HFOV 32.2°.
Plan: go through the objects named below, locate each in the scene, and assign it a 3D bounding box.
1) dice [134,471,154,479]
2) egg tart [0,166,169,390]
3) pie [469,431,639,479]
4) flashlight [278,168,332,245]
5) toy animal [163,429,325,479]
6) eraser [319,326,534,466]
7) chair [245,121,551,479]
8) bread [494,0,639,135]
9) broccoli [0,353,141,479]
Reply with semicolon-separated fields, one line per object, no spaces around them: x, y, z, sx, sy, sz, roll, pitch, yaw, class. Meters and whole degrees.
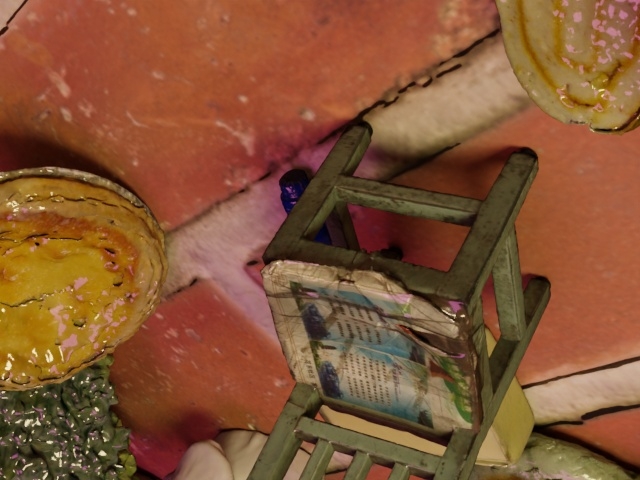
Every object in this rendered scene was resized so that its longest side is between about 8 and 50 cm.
-0.246;0.395;1.373;0.166;0.169;0.169;29;146;4;dice
-0.245;0.024;0.939;0.234;0.234;0.094;80;167;-46;egg tart
0.208;0.243;0.938;0.240;0.054;0.240;22;143;18;pie
0.000;0.000;0.824;0.035;0.057;0.121;-16;123;4;flashlight
-0.119;0.348;1.137;0.206;0.265;0.272;22;146;19;toy animal
0.072;0.120;0.889;0.172;0.058;0.117;-3;132;40;eraser
0.033;0.070;0.677;0.136;0.270;0.147;13;142;27;chair
0.146;-0.119;0.541;0.117;0.064;0.156;18;144;27;bread
-0.352;0.182;1.132;0.281;0.293;0.348;-129;28;-60;broccoli
